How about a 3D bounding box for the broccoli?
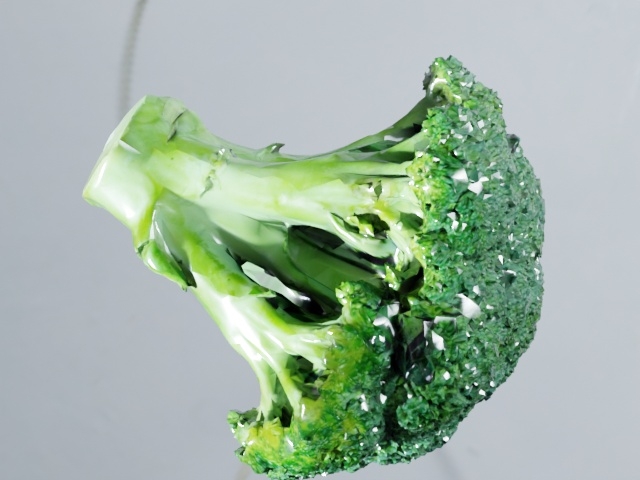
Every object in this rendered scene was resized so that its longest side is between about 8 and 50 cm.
[{"bbox_3d":[0.000,0.000,1.101,0.269,0.269,0.254,27,90,9],"label":"broccoli"}]
